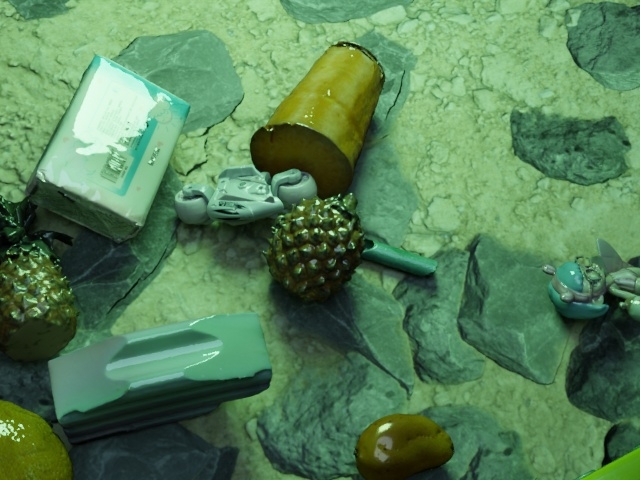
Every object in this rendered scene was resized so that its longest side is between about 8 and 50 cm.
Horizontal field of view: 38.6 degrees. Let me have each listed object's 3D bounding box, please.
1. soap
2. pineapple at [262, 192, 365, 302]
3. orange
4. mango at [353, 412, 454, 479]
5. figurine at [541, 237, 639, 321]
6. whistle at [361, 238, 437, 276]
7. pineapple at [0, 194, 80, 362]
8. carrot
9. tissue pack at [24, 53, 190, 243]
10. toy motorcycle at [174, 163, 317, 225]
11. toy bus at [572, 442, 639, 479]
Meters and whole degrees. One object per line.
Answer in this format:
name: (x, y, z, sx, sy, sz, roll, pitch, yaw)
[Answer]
soap: (-0.242, 0.208, 1.398, 0.323, 0.193, 0.109, -11, 65, -11)
pineapple: (0.000, 0.000, 1.525, 0.166, 0.166, 0.193, 39, 103, 13)
orange: (-0.477, 0.349, 1.278, 0.264, 0.264, 0.264, 2, 63, -5)
mango: (0.126, 0.325, 1.440, 0.159, 0.084, 0.105, -6, 79, -28)
figurine: (0.523, 0.098, 1.575, 0.260, 0.103, 0.205, 0, 38, -10)
whistle: (0.114, 0.025, 1.614, 0.186, 0.039, 0.039, 18, 63, 3)
pineapple: (-0.484, 0.042, 1.500, 0.170, 0.141, 0.310, -8, 54, -26)
carrot: (0.001, -0.221, 1.660, 0.195, 0.196, 0.254, 20, 54, 4)
tissue pack: (-0.364, -0.157, 1.587, 0.201, 0.124, 0.271, 25, 60, -14)
toy motorcycle: (-0.132, -0.069, 1.581, 0.254, 0.112, 0.113, -8, 64, 7)
toy bus: (0.514, 0.379, 1.415, 0.262, 0.150, 0.128, -22, 69, -16)
